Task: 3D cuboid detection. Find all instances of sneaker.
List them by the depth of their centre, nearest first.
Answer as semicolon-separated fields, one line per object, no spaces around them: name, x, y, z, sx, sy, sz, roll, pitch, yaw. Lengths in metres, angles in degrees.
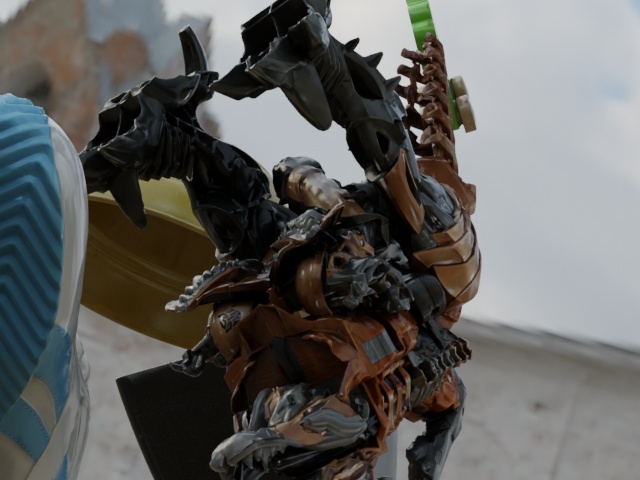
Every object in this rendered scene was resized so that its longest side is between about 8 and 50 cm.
sneaker;-0.124;0.043;0.680;0.087;0.092;0.228;22;-57;9

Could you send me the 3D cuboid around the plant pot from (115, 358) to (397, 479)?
plant pot;-0.034;0.176;1.579;0.187;0.167;0.188;-16;-15;15

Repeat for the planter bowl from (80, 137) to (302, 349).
planter bowl;-0.088;-0.010;1.246;0.217;0.090;0.217;17;-23;7

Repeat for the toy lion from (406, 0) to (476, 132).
toy lion;0.070;-0.115;1.210;0.034;0.096;0.100;-14;15;5

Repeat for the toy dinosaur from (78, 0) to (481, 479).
toy dinosaur;0.000;0.000;0.919;0.218;0.164;0.322;48;17;-19
